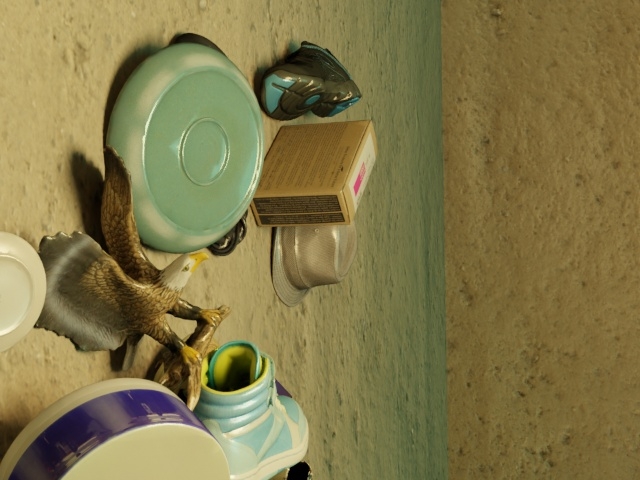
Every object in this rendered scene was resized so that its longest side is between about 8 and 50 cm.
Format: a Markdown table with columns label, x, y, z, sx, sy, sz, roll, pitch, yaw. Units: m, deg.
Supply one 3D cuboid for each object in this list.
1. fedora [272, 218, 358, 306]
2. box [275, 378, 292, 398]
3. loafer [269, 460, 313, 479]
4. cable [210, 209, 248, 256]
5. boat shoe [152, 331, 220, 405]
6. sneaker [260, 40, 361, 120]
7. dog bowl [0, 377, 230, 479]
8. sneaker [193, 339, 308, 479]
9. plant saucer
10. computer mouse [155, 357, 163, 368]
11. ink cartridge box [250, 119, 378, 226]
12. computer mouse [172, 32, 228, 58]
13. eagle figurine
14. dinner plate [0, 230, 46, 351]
| label | x | y | z | sx | sy | sz | roll | pitch | yaw |
| --- | --- | --- | --- | --- | --- | --- | --- | --- | --- |
| fedora | 0.000 | 0.000 | 1.979 | 0.244 | 0.124 | 0.275 | 56 | 39 | -57 |
| box | -0.142 | 0.350 | 1.623 | 0.184 | 0.103 | 0.261 | 54 | 40 | -54 |
| loafer | -0.054 | 0.409 | 1.587 | 0.251 | 0.087 | 0.094 | 56 | 39 | -58 |
| cable | -0.158 | -0.069 | 1.653 | 0.150 | 0.047 | 0.184 | 45 | 47 | -61 |
| boat shoe | -0.201 | 0.264 | 1.404 | 0.104 | 0.089 | 0.285 | 48 | 53 | -41 |
| sneaker | -0.041 | -0.324 | 1.933 | 0.139 | 0.125 | 0.341 | 63 | 22 | 7 |
| dog bowl | -0.242 | 0.302 | 1.138 | 0.265 | 0.104 | 0.265 | -19 | 124 | -31 |
| sneaker | -0.091 | 0.233 | 1.415 | 0.319 | 0.127 | 0.208 | -24 | 122 | -70 |
| plant saucer | -0.183 | -0.134 | 1.442 | 0.317 | 0.043 | 0.317 | -17 | 112 | -49 |
| computer mouse | -0.214 | 0.267 | 1.502 | 0.106 | 0.042 | 0.193 | -25 | 113 | -69 |
| ink cartridge box | -0.010 | -0.130 | 1.852 | 0.235 | 0.193 | 0.088 | -67 | 150 | -46 |
| computer mouse | -0.168 | -0.198 | 1.528 | 0.188 | 0.072 | 0.272 | -13 | 96 | -52 |
| eagle figurine | -0.248 | 0.051 | 1.272 | 0.298 | 0.225 | 0.226 | 44 | -3 | -24 |
| dinner plate | -0.361 | 0.060 | 1.067 | 0.141 | 0.017 | 0.141 | -15 | 110 | -47 |
